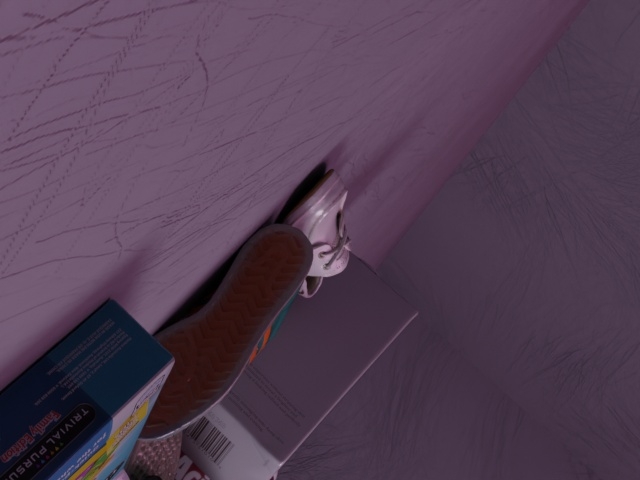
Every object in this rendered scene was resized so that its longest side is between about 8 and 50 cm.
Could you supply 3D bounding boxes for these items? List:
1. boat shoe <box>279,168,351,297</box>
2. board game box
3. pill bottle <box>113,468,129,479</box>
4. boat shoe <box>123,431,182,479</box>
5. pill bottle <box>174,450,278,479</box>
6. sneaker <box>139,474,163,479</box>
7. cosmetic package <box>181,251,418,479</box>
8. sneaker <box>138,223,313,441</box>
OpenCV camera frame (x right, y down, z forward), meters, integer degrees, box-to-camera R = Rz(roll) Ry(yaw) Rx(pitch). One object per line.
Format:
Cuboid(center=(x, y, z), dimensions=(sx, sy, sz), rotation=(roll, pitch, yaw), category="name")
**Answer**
Cuboid(center=(0.000, 0.000, 1.250), dimensions=(0.098, 0.096, 0.277), rotation=(-45, 173, -23), category="boat shoe")
Cuboid(center=(-0.269, 0.223, 0.861), dimensions=(0.254, 0.079, 0.336), rotation=(-44, 172, -33), category="board game box")
Cuboid(center=(-0.302, 0.311, 1.065), dimensions=(0.184, 0.103, 0.103), rotation=(-45, 173, -33), category="pill bottle")
Cuboid(center=(-0.328, 0.402, 1.263), dimensions=(0.500, 0.156, 0.187), rotation=(-65, 165, 13), category="boat shoe")
Cuboid(center=(-0.209, 0.374, 1.533), dimensions=(0.392, 0.224, 0.224), rotation=(-46, 173, -29), category="pill bottle")
Cuboid(center=(-0.181, 0.361, 1.195), dimensions=(0.101, 0.106, 0.267), rotation=(-61, 163, -12), category="sneaker")
Cuboid(center=(-0.053, 0.169, 1.409), dimensions=(0.385, 0.217, 0.156), rotation=(-39, 169, -45), category="cosmetic package")
Cuboid(center=(-0.116, 0.118, 1.131), dimensions=(0.302, 0.108, 0.121), rotation=(-48, 170, -17), category="sneaker")
